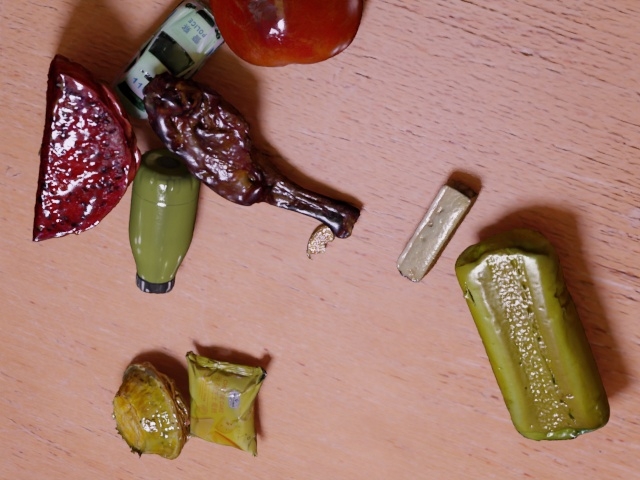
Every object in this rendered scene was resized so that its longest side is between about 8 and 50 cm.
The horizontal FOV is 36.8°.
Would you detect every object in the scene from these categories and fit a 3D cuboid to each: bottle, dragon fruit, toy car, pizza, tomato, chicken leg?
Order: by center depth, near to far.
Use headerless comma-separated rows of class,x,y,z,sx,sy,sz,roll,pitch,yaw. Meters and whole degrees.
tomato,-0.065,-0.341,1.371,0.233,0.139,0.200,-4,111,21
toy car,-0.243,-0.279,1.506,0.090,0.076,0.224,45,123,-9
chicken leg,-0.114,-0.126,1.538,0.407,0.096,0.158,37,142,-20
dragon fruit,-0.376,-0.169,1.564,0.152,0.205,0.317,4,125,-21
pizza,0.000,0.000,1.626,0.037,0.016,0.083,33,121,-1
bottle,-0.271,-0.024,1.644,0.112,0.112,0.260,18,124,8

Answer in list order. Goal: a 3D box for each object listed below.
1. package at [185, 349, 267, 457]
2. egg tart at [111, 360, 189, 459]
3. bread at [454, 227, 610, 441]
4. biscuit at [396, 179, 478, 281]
package,-0.183,0.313,1.826,0.168,0.090,0.226,12,123,13
egg tart,-0.337,0.334,1.853,0.212,0.090,0.212,22,120,44
bread,0.343,0.151,1.541,0.166,0.112,0.383,-12,115,28
biscuit,0.182,-0.015,1.535,0.056,0.052,0.188,39,125,13
